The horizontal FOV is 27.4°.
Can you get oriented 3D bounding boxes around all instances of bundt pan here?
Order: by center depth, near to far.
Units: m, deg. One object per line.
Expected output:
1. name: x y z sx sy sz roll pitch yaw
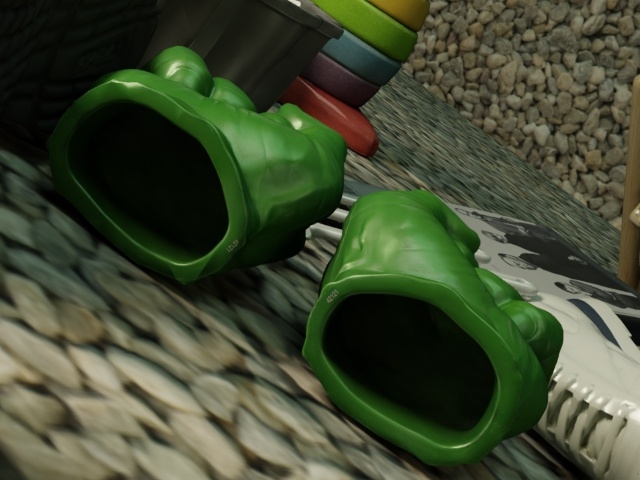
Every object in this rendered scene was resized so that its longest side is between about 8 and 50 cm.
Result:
1. bundt pan: -0.152 -0.186 0.916 0.330 0.124 0.331 33 10 -7

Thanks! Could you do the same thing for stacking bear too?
1. stacking bear: 0.056 -0.265 1.419 0.164 0.289 0.175 30 12 -23

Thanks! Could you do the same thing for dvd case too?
1. dvd case: 0.127 0.016 0.974 0.238 0.030 0.179 10 20 -32

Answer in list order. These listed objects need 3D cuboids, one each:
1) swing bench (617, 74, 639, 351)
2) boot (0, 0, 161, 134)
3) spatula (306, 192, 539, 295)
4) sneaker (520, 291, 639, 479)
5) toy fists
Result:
1. swing bench: 0.355 0.026 1.103 0.165 0.255 0.253 0 29 -27
2. boot: -0.229 -0.134 0.598 0.222 0.118 0.338 30 3 9
3. spatula: 0.012 -0.020 0.846 0.242 0.019 0.168 14 12 -17
4. sneaker: 0.157 0.099 0.767 0.094 0.090 0.235 16 14 -25
5. toy fists: 0.000 0.000 0.663 0.279 0.096 0.142 34 10 6
